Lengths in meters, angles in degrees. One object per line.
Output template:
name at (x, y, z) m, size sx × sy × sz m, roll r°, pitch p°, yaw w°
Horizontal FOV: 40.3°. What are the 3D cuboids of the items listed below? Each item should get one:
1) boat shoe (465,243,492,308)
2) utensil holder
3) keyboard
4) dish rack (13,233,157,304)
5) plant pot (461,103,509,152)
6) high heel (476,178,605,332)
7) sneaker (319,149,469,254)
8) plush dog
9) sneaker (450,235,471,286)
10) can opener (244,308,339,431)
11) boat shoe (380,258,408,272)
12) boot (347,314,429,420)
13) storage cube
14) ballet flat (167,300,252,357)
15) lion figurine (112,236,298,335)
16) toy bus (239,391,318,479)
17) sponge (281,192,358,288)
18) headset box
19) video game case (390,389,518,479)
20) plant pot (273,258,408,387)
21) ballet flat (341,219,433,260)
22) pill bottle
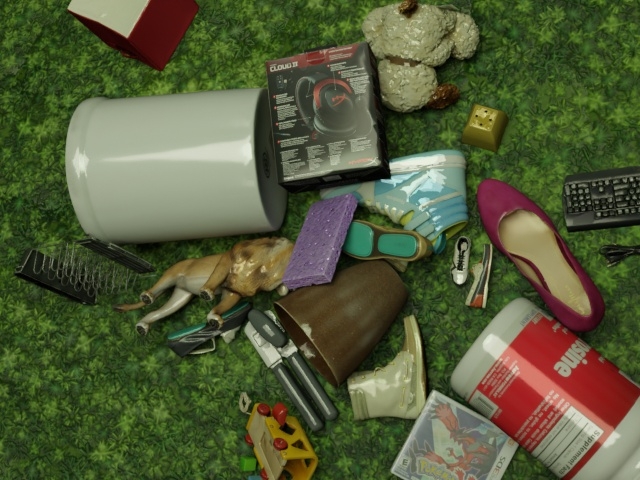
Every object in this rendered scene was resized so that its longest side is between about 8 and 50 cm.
boat shoe at (0.329, 0.071, 1.795) m, size 0.043 × 0.049 × 0.136 m, roll 8°, pitch 85°, yaw 17°
utensil holder at (-0.288, -0.154, 1.846) m, size 0.386 × 0.327 × 0.327 m, roll -3°, pitch 78°, yaw 11°
keyboard at (0.654, -0.056, 1.753) m, size 0.317 × 0.033 × 0.201 m, roll -7°, pitch 77°, yaw 13°
dish rack at (-0.497, 0.064, 1.875) m, size 0.272 × 0.208 × 0.074 m, roll -9°, pitch 63°, yaw 37°
plant pot at (0.345, -0.244, 1.837) m, size 0.081 × 0.083 × 0.081 m, roll 19°, pitch 84°, yaw 16°
high heel at (0.429, 0.013, 1.711) m, size 0.127 × 0.181 × 0.377 m, roll -38°, pitch 73°, yaw 3°
sneaker at (0.160, -0.060, 1.823) m, size 0.319 × 0.127 × 0.208 m, roll -12°, pitch 80°, yaw 16°
plush dog at (0.192, -0.385, 1.855) m, size 0.263 × 0.210 × 0.225 m, roll 9°, pitch 98°, yaw 14°
sneaker at (0.290, 0.041, 1.812) m, size 0.040 × 0.044 × 0.109 m, roll 3°, pitch 81°, yaw 12°
can opener at (-0.070, 0.267, 1.822) m, size 0.076 × 0.095 × 0.283 m, roll -37°, pitch 72°, yaw 4°
boat shoe at (0.114, 0.025, 1.852) m, size 0.153 × 0.056 × 0.048 m, roll 17°, pitch 78°, yaw 9°
boot at (0.134, 0.262, 1.783) m, size 0.165 × 0.077 × 0.213 m, roll -5°, pitch 85°, yaw 12°
storage cube at (-0.431, -0.543, 2.026) m, size 0.184 × 0.193 × 0.215 m, roll 28°, pitch 87°, yaw 17°
ballet flat at (-0.231, 0.200, 1.895) m, size 0.203 × 0.074 × 0.074 m, roll -24°, pitch 74°, yaw 1°
lion figurine at (-0.239, 0.083, 1.860) m, size 0.392 × 0.142 × 0.240 m, roll -1°, pitch 34°, yaw 30°
toy bus at (-0.081, 0.410, 1.790) m, size 0.104 × 0.191 × 0.202 m, roll 5°, pitch 77°, yaw -30°
sponge at (0.000, 0.000, 1.776) m, size 0.117 × 0.031 × 0.210 m, roll -14°, pitch 44°, yaw 41°
headset box at (0.015, -0.260, 1.769) m, size 0.218 × 0.110 × 0.293 m, roll -9°, pitch 79°, yaw 13°
video game case at (0.267, 0.421, 1.718) m, size 0.201 × 0.023 × 0.183 m, roll 28°, pitch 86°, yaw 0°
plant pot at (0.059, 0.145, 1.776) m, size 0.230 × 0.215 × 0.215 m, roll -36°, pitch 72°, yaw -13°
ballet flat at (0.126, 0.006, 1.779) m, size 0.232 × 0.073 × 0.080 m, roll 13°, pitch 96°, yaw 40°
pill bottle at (0.463, 0.311, 1.617) m, size 0.408 × 0.229 × 0.229 m, roll 39°, pitch 89°, yaw 17°
